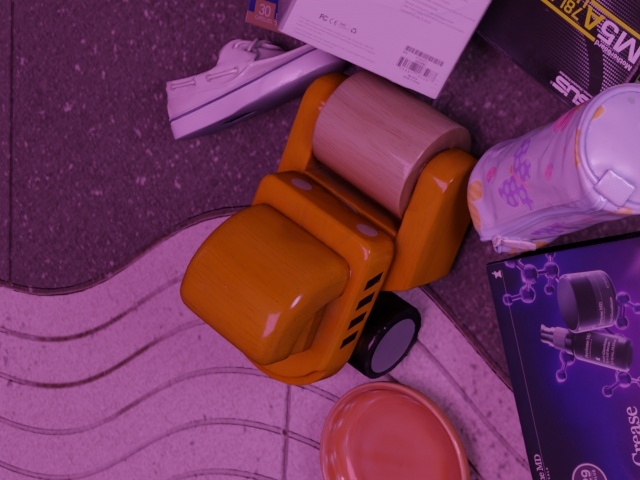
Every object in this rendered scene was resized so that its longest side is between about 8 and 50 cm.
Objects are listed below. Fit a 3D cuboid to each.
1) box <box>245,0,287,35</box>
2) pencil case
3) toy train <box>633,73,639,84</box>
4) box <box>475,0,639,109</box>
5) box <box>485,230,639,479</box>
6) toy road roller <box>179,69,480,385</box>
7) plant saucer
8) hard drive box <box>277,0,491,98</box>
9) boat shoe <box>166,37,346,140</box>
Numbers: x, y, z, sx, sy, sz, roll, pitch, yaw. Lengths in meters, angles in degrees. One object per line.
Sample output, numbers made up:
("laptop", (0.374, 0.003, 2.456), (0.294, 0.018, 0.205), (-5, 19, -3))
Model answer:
("box", (0.000, -0.323, 1.589), (0.136, 0.036, 0.225), (23, 107, 34))
("pencil case", (0.231, -0.060, 1.384), (0.113, 0.124, 0.273), (52, 160, -4))
("toy train", (0.351, -0.142, 1.376), (0.105, 0.080, 0.184), (47, 124, 29))
("box", (0.258, -0.231, 1.452), (0.190, 0.045, 0.184), (45, 120, 25))
("box", (0.285, 0.129, 1.465), (0.184, 0.103, 0.261), (-12, 91, 42))
("toy road roller", (0.000, 0.000, 1.573), (0.202, 0.240, 0.330), (36, 119, 28))
("plant saucer", (0.087, 0.253, 1.684), (0.200, 0.037, 0.200), (9, 104, 38))
("hard drive box", (0.085, -0.283, 1.474), (0.181, 0.089, 0.232), (22, 118, -13))
("boat shoe", (-0.085, -0.187, 1.700), (0.258, 0.095, 0.084), (-19, 87, 36))
